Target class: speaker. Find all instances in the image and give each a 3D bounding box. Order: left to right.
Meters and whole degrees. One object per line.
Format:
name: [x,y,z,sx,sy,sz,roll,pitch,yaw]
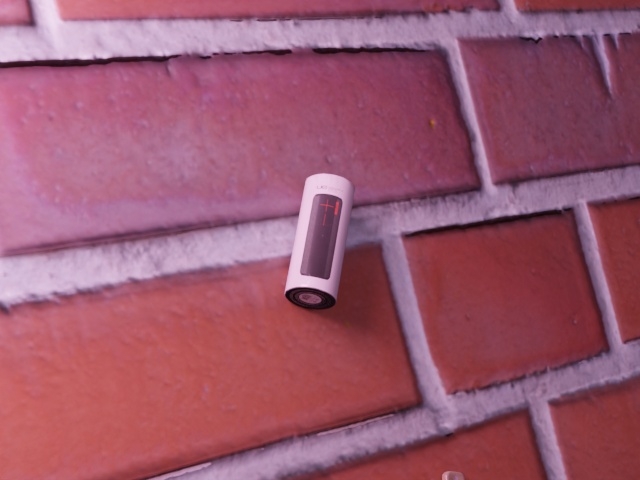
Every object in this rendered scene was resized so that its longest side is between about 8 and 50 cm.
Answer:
speaker: [0.000,0.000,1.642,0.055,0.055,0.136,29,59,-32]

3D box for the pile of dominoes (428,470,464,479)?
pile of dominoes: [0.105,0.357,1.628,0.251,0.040,0.196,-13,85,-44]
